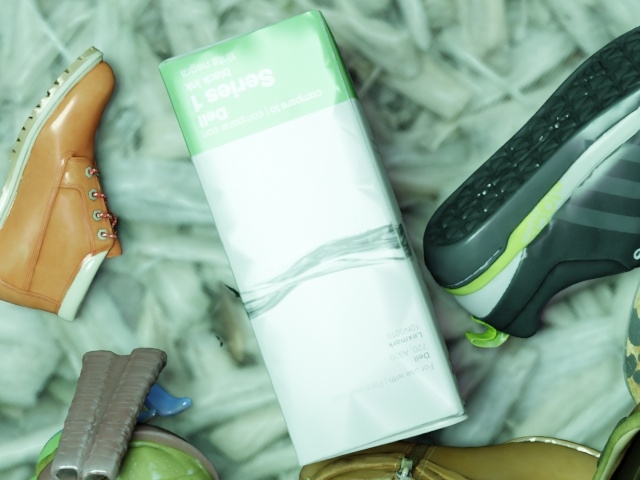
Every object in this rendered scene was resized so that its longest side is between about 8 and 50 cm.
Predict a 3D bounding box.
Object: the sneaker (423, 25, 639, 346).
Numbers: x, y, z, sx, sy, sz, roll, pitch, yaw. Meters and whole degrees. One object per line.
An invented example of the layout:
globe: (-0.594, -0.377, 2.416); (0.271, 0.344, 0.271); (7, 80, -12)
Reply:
sneaker: (0.161, -0.034, 0.958); (0.235, 0.084, 0.097); (-41, 112, 3)

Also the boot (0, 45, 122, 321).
boot: (-0.142, -0.031, 0.971); (0.085, 0.059, 0.158); (26, 100, -1)

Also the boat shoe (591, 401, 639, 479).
boat shoe: (0.159, 0.187, 0.873); (0.104, 0.111, 0.307); (-12, 126, -34)

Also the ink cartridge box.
ink cartridge box: (0.000, 0.000, 0.910); (0.093, 0.160, 0.219); (-19, 89, 3)

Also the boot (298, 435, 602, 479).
boot: (0.085, 0.148, 0.910); (0.197, 0.152, 0.072); (3, 90, 2)

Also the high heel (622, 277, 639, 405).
high heel: (0.252, 0.101, 0.884); (0.093, 0.186, 0.261); (-9, 98, -32)

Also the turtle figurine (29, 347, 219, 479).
turtle figurine: (-0.100, 0.204, 0.869); (0.198, 0.266, 0.274); (42, 73, -20)
